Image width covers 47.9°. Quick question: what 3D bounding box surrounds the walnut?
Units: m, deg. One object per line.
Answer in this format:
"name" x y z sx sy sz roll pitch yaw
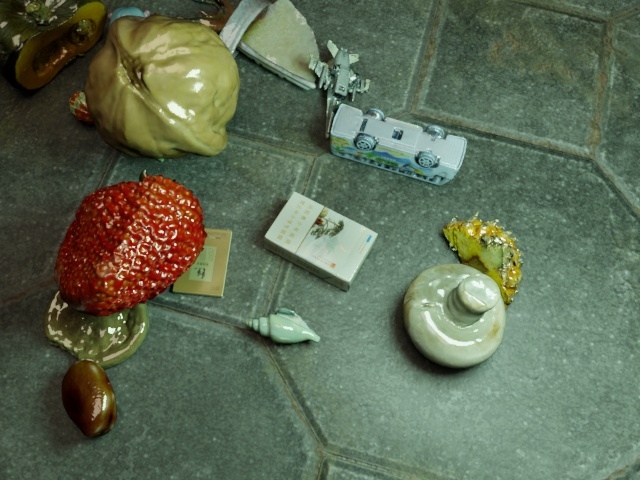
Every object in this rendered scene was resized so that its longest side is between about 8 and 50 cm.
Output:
"walnut" -0.365 -0.349 1.693 0.383 0.384 0.384 1 65 -3

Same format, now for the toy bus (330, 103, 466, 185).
"toy bus" 0.189 -0.233 1.801 0.329 0.136 0.109 17 63 5

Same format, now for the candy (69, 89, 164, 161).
"candy" -0.515 -0.284 1.834 0.287 0.078 0.084 34 30 2

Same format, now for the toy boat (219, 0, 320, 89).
"toy boat" -0.137 -0.548 1.962 0.293 0.111 0.276 16 65 -9

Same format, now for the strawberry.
"strawberry" -0.430 0.025 1.569 0.312 0.267 0.351 -6 40 31

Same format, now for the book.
"book" -0.279 0.049 1.709 0.118 0.012 0.172 6 64 -1

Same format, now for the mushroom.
"mushroom" 0.303 0.149 1.580 0.243 0.243 0.244 1 65 -3

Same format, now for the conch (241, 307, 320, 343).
"conch" -0.089 0.198 1.630 0.180 0.088 0.065 12 108 -5

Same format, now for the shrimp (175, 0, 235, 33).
"shrimp" -0.344 -0.633 2.003 0.219 0.046 0.152 -14 66 -19

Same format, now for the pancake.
"pancake" -0.505 0.176 1.620 0.222 0.042 0.236 -34 70 -16

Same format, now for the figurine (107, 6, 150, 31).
"figurine" -0.477 -0.501 1.904 0.205 0.103 0.260 -8 78 0

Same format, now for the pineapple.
"pineapple" 0.421 0.012 1.691 0.139 0.164 0.250 -27 66 -23

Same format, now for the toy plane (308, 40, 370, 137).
"toy plane" 0.046 -0.396 1.900 0.192 0.088 0.262 16 66 -26

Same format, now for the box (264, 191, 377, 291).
"box" 0.001 0.000 1.720 0.233 0.067 0.149 28 68 10

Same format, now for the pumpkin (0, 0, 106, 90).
"pumpkin" -0.743 -0.566 1.851 0.232 0.242 0.325 38 64 5

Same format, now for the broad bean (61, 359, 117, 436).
"broad bean" -0.490 0.332 1.524 0.114 0.084 0.165 -37 68 -6
